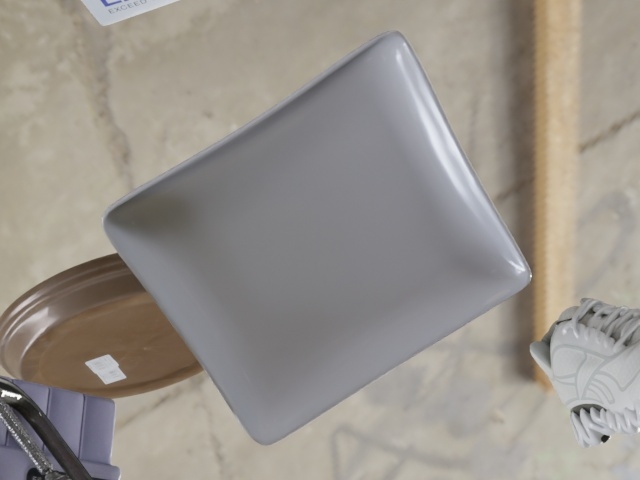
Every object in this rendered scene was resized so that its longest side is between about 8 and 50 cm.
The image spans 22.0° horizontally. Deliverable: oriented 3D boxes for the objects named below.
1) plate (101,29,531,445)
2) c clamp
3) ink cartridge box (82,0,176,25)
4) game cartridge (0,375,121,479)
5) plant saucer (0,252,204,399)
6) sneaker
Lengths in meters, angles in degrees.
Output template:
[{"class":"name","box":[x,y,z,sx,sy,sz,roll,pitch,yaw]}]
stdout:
[{"class":"plate","box":[0.000,0.000,1.343,0.278,0.045,0.277,-33,122,-1]},{"class":"c clamp","box":[-0.219,0.146,1.230,0.022,0.160,0.137,-41,166,-1]},{"class":"ink cartridge box","box":[-0.096,-0.320,1.262,0.324,0.071,0.330,-16,151,14]},{"class":"game cartridge","box":[-0.263,0.280,1.274,0.230,0.068,0.355,16,70,-40]},{"class":"plant saucer","box":[-0.186,0.091,1.640,0.278,0.041,0.278,-14,154,-7]},{"class":"sneaker","box":[0.260,0.101,1.429,0.110,0.118,0.292,-35,175,-19]}]
